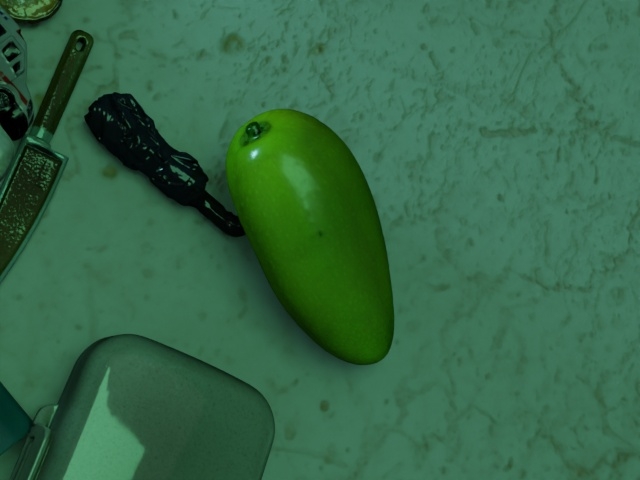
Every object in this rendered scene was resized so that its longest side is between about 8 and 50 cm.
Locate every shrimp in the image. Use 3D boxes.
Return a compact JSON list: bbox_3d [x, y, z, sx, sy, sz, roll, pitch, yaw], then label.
[{"bbox_3d":[-0.374,-0.354,1.723,0.124,0.034,0.178,6,80,-12],"label":"shrimp"}]

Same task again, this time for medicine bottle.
[{"bbox_3d":[-0.211,0.306,1.566,0.282,0.123,0.375,26,71,-18],"label":"medicine bottle"}]

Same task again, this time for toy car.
[{"bbox_3d":[-0.399,-0.220,1.649,0.210,0.089,0.108,48,63,-1],"label":"toy car"}]

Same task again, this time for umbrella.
[{"bbox_3d":[-0.186,-0.085,1.707,0.248,0.071,0.071,45,67,-7],"label":"umbrella"}]

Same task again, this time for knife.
[{"bbox_3d":[-0.335,-0.102,1.677,0.061,0.027,0.343,26,70,-17],"label":"knife"}]

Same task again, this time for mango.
[{"bbox_3d":[0.000,0.000,1.700,0.343,0.156,0.192,67,23,-13],"label":"mango"}]

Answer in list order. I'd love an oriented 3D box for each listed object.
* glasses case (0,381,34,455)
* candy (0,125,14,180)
[{"bbox_3d":[-0.454,0.126,1.556,0.117,0.070,0.301,-41,92,-24],"label":"glasses case"},{"bbox_3d":[-0.505,-0.163,1.531,0.145,0.208,0.359,-42,94,-23],"label":"candy"}]
